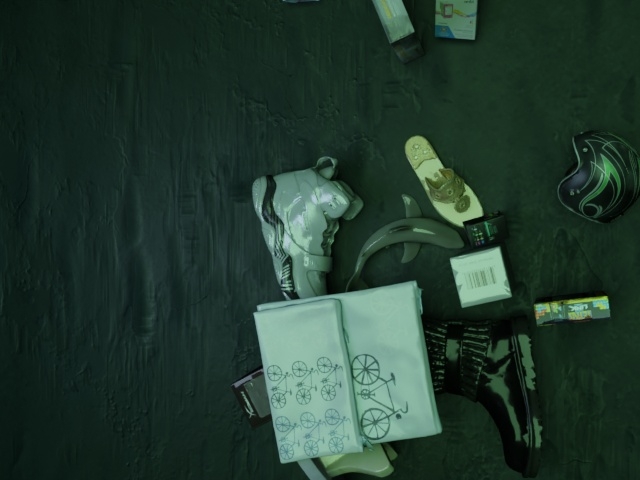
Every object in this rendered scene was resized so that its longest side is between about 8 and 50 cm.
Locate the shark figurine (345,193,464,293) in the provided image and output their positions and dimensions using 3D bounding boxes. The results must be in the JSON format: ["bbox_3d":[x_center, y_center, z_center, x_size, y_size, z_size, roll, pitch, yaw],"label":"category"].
[{"bbox_3d":[0.148,0.006,1.846,0.278,0.116,0.166,-30,83,13],"label":"shark figurine"}]

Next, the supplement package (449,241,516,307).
[{"bbox_3d":[0.336,0.067,1.758,0.105,0.179,0.105,-15,89,15],"label":"supplement package"}]

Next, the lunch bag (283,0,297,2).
[{"bbox_3d":[-0.046,-0.570,1.907,0.083,0.053,0.071,-4,93,6],"label":"lunch bag"}]

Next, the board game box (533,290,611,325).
[{"bbox_3d":[0.504,0.136,1.719,0.141,0.170,0.048,-7,88,16],"label":"board game box"}]

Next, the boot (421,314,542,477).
[{"bbox_3d":[0.320,0.325,1.794,0.260,0.131,0.348,-6,80,9],"label":"boot"}]

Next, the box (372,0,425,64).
[{"bbox_3d":[0.148,-0.475,1.765,0.056,0.231,0.183,-22,87,12],"label":"box"}]

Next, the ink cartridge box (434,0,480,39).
[{"bbox_3d":[0.286,-0.488,1.787,0.088,0.052,0.123,8,130,15],"label":"ink cartridge box"}]

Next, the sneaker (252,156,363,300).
[{"bbox_3d":[0.000,0.000,1.870,0.210,0.137,0.366,-22,83,18],"label":"sneaker"}]

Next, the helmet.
[{"bbox_3d":[0.558,-0.133,1.700,0.169,0.169,0.162,32,116,12],"label":"helmet"}]

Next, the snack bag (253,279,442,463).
[{"bbox_3d":[0.057,0.262,1.694,0.342,0.037,0.323,-9,88,9],"label":"snack bag"}]

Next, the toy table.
[{"bbox_3d":[0.046,0.438,1.838,0.160,0.274,0.252,-34,50,4],"label":"toy table"}]

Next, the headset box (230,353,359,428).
[{"bbox_3d":[-0.016,0.273,1.844,0.293,0.218,0.110,-29,86,15],"label":"headset box"}]

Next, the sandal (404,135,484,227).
[{"bbox_3d":[0.255,-0.122,1.826,0.088,0.079,0.240,-37,83,13],"label":"sandal"}]

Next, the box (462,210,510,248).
[{"bbox_3d":[0.348,-0.023,1.801,0.083,0.062,0.052,-17,100,5],"label":"box"}]
